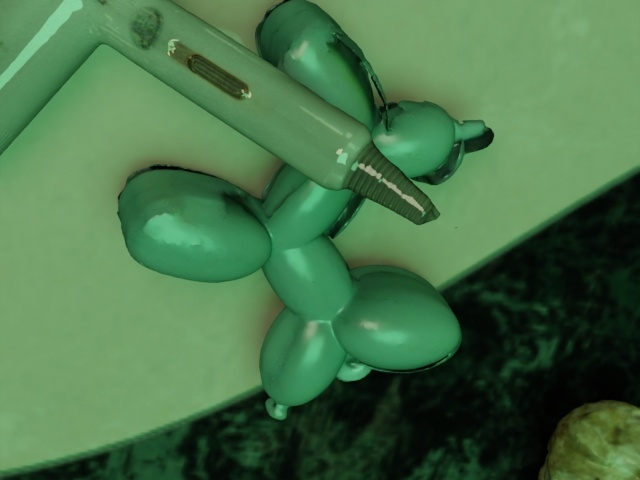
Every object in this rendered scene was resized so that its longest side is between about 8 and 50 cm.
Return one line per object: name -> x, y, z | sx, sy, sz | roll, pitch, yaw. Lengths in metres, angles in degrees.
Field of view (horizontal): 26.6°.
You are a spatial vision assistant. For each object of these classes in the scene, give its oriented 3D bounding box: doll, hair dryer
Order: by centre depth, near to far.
hair dryer -> -0.043, -0.042, 0.485 | 0.155, 0.044, 0.183 | -46, 80, 12
doll -> 0.000, 0.000, 0.560 | 0.158, 0.059, 0.159 | 29, 104, -26

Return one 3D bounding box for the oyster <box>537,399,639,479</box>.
oyster -> 0.145, 0.233, 0.657 | 0.166, 0.094, 0.294 | 20, 78, -36
